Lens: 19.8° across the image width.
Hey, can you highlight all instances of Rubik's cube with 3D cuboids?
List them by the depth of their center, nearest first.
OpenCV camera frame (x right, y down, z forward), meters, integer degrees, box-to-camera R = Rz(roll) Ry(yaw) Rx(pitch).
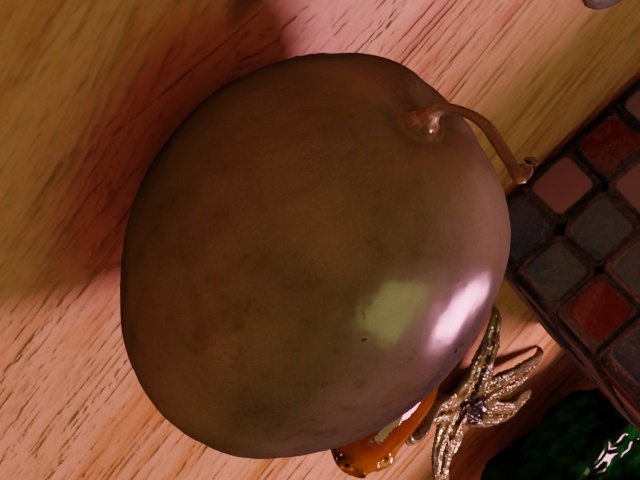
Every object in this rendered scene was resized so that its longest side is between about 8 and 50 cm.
[{"bbox_3d":[0.359,0.037,1.663,0.287,0.292,0.293,-42,148,1],"label":"Rubik's cube"}]

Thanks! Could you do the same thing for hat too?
[{"bbox_3d":[0.305,0.221,1.955,0.274,0.242,0.332,-32,133,-61],"label":"hat"}]

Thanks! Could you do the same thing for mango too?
[{"bbox_3d":[0.058,0.163,1.706,0.127,0.063,0.077,-46,145,-2],"label":"mango"}]

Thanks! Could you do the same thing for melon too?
[{"bbox_3d":[-0.009,0.011,1.247,0.308,0.272,0.271,-55,148,11],"label":"melon"}]

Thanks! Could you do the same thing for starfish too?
[{"bbox_3d":[0.149,0.156,1.813,0.223,0.050,0.217,-23,141,-49],"label":"starfish"}]

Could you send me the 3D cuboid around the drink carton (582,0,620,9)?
[{"bbox_3d":[0.309,-0.226,1.368,0.191,0.189,0.185,-40,145,-4],"label":"drink carton"}]
